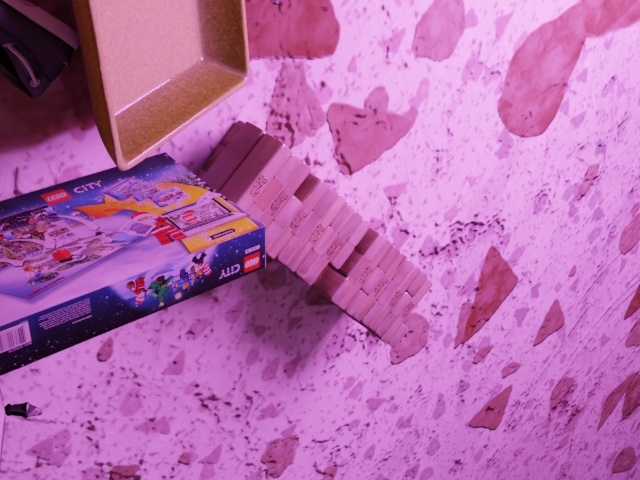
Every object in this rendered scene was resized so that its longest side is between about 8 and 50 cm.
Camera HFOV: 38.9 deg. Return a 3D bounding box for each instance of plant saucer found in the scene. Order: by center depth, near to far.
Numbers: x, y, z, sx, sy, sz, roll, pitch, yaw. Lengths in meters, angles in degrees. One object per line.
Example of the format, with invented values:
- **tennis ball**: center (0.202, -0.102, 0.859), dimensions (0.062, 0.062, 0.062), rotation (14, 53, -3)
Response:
- **plant saucer**: center (-0.128, -0.178, 0.703), dimensions (0.188, 0.045, 0.188), rotation (-47, 144, -46)

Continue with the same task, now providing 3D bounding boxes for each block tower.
- **block tower**: center (0.000, 0.000, 0.941), dimensions (0.097, 0.091, 0.335), rotation (-52, 139, -3)

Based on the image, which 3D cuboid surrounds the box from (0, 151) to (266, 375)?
- **box**: center (-0.183, 0.008, 0.720), dimensions (0.233, 0.159, 0.044), rotation (-22, 129, -32)

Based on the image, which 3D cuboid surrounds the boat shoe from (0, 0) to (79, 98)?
- **boat shoe**: center (-0.254, -0.158, 0.612), dimensions (0.206, 0.075, 0.065), rotation (26, 93, -53)

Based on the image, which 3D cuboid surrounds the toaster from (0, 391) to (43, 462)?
- **toaster**: center (-0.276, 0.106, 0.536), dimensions (0.186, 0.110, 0.168), rotation (-8, 135, -9)
